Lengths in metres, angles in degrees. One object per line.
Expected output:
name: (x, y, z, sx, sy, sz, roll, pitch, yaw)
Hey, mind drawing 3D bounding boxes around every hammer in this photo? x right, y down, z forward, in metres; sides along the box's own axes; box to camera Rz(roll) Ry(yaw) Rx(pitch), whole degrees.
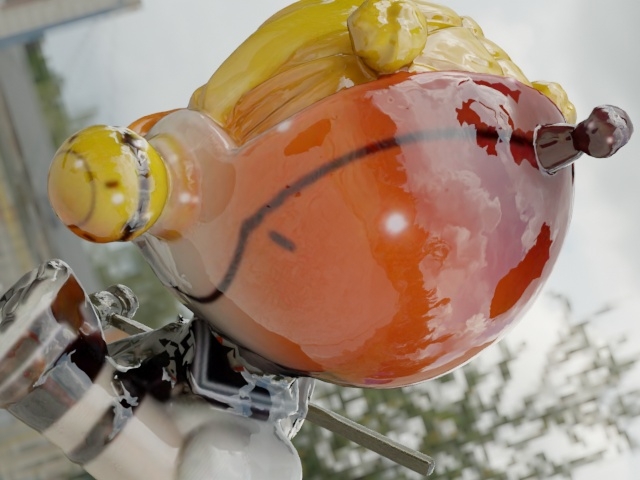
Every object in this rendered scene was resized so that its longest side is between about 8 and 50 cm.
hammer: (-0.047, 0.094, 1.296, 0.292, 0.058, 0.029, 23, -65, 28)

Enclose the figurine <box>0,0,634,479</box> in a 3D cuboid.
figurine: (0.001, 0.004, 1.006, 0.320, 0.323, 0.196, 16, 29, -54)
